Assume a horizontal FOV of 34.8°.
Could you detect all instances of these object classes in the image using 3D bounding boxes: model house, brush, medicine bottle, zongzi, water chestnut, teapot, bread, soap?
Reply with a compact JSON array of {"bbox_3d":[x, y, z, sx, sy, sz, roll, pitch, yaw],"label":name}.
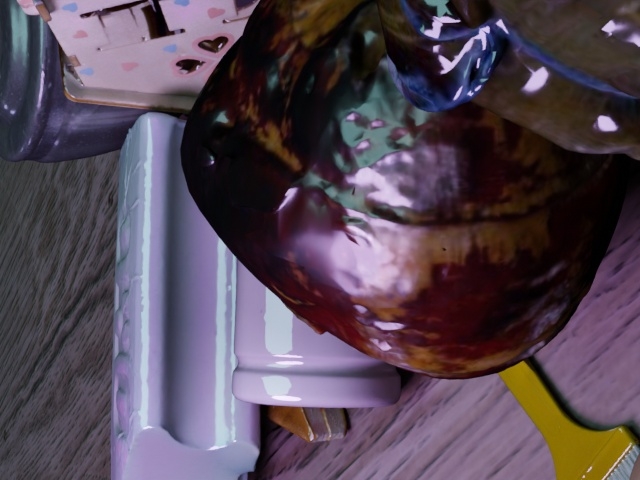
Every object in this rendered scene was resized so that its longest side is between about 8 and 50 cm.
[{"bbox_3d":[-0.084,-0.227,0.854,0.244,0.326,0.169,80,176,-67],"label":"model house"},{"bbox_3d":[0.148,0.112,0.662,0.083,0.011,0.205,-63,39,30],"label":"brush"},{"bbox_3d":[0.000,0.000,0.787,0.133,0.133,0.249,-6,82,56],"label":"medicine bottle"},{"bbox_3d":[0.120,-0.212,0.507,0.432,0.208,0.403,160,131,-78],"label":"zongzi"},{"bbox_3d":[0.065,-0.058,0.610,0.289,0.244,0.289,-21,63,51],"label":"water chestnut"},{"bbox_3d":[-0.242,-0.198,1.086,0.322,0.239,0.239,-2,90,57],"label":"teapot"},{"bbox_3d":[-0.018,0.131,0.874,0.109,0.043,0.062,8,94,57],"label":"bread"},{"bbox_3d":[-0.129,0.075,0.946,0.208,0.115,0.346,157,114,-72],"label":"soap"}]

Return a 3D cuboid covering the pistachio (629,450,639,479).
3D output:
[{"bbox_3d":[0.210,0.145,0.446,0.212,0.163,0.260,-98,17,-55],"label":"pistachio"}]
